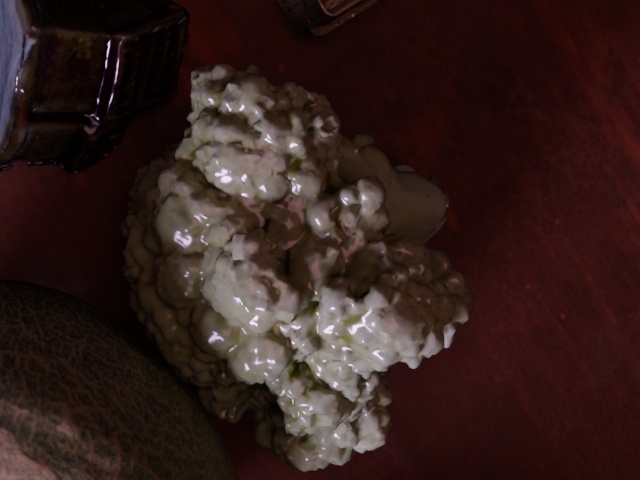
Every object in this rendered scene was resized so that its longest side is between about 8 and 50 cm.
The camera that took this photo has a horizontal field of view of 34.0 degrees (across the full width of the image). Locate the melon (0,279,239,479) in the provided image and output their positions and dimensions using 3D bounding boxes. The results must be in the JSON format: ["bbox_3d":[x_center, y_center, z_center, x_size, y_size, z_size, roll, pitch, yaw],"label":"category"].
[{"bbox_3d":[-0.196,0.171,0.734,0.329,0.249,0.248,45,75,-28],"label":"melon"}]

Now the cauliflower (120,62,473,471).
[{"bbox_3d":[-0.005,0.012,0.800,0.281,0.260,0.327,-24,118,-13],"label":"cauliflower"}]

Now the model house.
[{"bbox_3d":[-0.187,-0.137,0.835,0.152,0.106,0.165,0,125,-30],"label":"model house"}]

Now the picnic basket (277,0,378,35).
[{"bbox_3d":[-0.001,-0.271,0.899,0.115,0.079,0.164,-35,100,-16],"label":"picnic basket"}]
